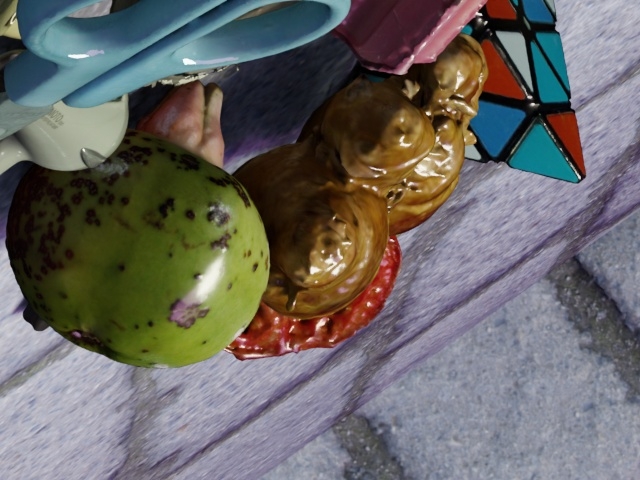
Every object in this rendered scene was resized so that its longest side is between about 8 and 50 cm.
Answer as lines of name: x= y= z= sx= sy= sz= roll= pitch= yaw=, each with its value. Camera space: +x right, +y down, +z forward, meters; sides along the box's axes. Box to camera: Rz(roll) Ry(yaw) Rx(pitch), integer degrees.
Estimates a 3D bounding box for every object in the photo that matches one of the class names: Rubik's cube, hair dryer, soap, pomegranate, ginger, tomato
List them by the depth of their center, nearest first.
hair dryer: x=-0.244 y=-0.058 z=1.267 sx=0.267 sy=0.092 sz=0.229 roll=-31 pitch=175 yaw=-16
soap: x=0.086 y=-0.252 z=1.356 sx=0.250 sy=0.162 sz=0.099 roll=-47 pitch=164 yaw=31
pomegranate: x=-0.137 y=-0.026 z=1.497 sx=0.214 sy=0.214 sz=0.247 roll=97 pitch=10 yaw=-70
ginger: x=0.033 y=-0.051 z=1.654 sx=0.274 sy=0.152 sz=0.357 roll=-35 pitch=-174 yaw=41
Rubik's cube: x=0.198 y=-0.197 z=1.829 sx=0.234 sy=0.250 sz=0.284 roll=-52 pitch=172 yaw=-40
tomato: x=-0.040 y=0.017 z=1.906 sx=0.228 sy=0.101 sz=0.228 roll=-10 pitch=133 yaw=-11

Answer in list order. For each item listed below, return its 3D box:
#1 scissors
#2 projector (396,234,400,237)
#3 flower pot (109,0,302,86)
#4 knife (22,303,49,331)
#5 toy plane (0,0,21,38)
scissors: x=-0.176 y=-0.081 z=1.100 sx=0.193 sy=0.029 sz=0.447 roll=-3 pitch=167 yaw=-44
projector: x=0.000 y=0.000 z=2.061 sx=0.269 sy=0.088 sz=0.193 roll=-40 pitch=168 yaw=5
flower pot: x=-0.057 y=-0.218 z=1.158 sx=0.235 sy=0.140 sz=0.235 roll=-34 pitch=164 yaw=-11
knife: x=-0.209 y=-0.003 z=1.685 sx=0.060 sy=0.028 sz=0.230 roll=-41 pitch=169 yaw=-50
toy plane: x=-0.206 y=-0.156 z=1.084 sx=0.242 sy=0.104 sz=0.256 roll=-50 pitch=158 yaw=5
